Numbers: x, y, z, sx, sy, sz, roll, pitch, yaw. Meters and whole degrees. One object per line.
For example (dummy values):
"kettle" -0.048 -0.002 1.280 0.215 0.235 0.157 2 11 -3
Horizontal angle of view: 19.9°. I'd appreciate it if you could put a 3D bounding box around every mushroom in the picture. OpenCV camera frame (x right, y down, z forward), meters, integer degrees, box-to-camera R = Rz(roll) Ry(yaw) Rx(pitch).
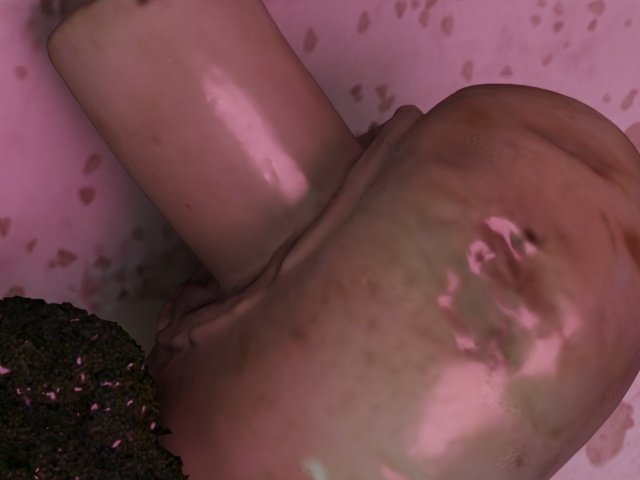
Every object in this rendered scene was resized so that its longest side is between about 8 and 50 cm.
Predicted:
"mushroom" 0.000 0.000 0.944 0.314 0.314 0.336 -39 99 -19

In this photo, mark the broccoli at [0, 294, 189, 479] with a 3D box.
"broccoli" -0.208 0.163 0.829 0.304 0.321 0.283 -15 151 -23
